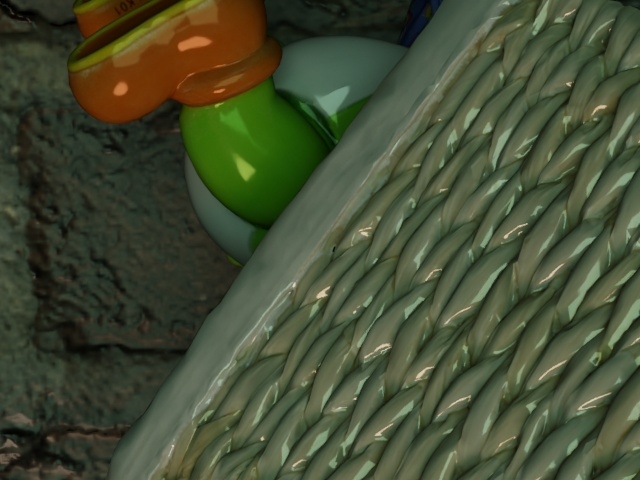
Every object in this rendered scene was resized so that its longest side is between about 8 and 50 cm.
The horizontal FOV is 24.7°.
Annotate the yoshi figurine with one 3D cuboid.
[{"bbox_3d":[-0.022,0.017,0.823,0.203,0.203,0.362,-50,119,-28],"label":"yoshi figurine"}]

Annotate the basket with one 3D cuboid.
[{"bbox_3d":[0.150,0.097,0.683,0.328,0.266,0.331,34,92,-41],"label":"basket"}]

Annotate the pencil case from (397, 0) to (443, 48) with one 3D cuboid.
[{"bbox_3d":[0.195,-0.085,0.873,0.306,0.133,0.119,4,97,0],"label":"pencil case"}]
